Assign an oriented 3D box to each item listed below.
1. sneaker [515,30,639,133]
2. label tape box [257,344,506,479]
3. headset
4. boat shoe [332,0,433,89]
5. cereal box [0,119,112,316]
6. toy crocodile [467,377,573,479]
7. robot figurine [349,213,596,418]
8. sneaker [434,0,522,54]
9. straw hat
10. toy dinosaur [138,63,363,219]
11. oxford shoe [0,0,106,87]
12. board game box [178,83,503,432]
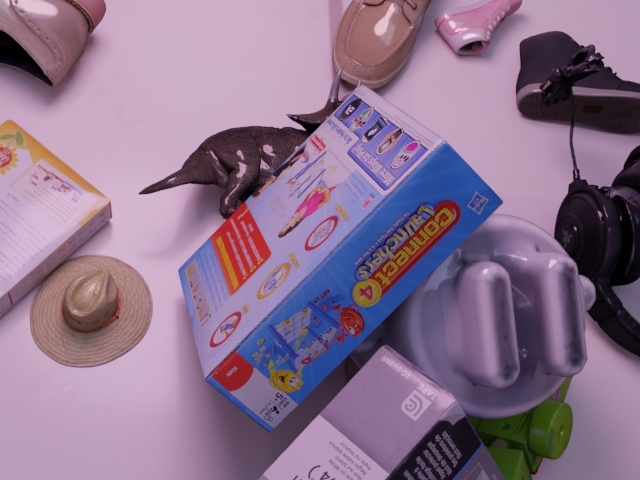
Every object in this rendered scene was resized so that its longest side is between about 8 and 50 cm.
[{"bbox_3d":[0.377,-0.222,1.458,0.222,0.083,0.118,9,61,-4],"label":"sneaker"},{"bbox_3d":[0.015,0.293,0.975,0.334,0.240,0.106,-46,49,-11],"label":"label tape box"},{"bbox_3d":[0.395,-0.044,1.308,0.243,0.185,0.394,-30,82,-23],"label":"headset"},{"bbox_3d":[0.104,-0.336,1.460,0.109,0.098,0.302,27,61,5],"label":"boat shoe"},{"bbox_3d":[-0.384,-0.011,1.228,0.173,0.047,0.240,39,63,13],"label":"cereal box"},{"bbox_3d":[0.195,0.255,1.162,0.115,0.105,0.340,6,49,32],"label":"toy crocodile"},{"bbox_3d":[0.139,0.074,1.125,0.300,0.353,0.200,-3,90,-20],"label":"robot figurine"},{"bbox_3d":[0.232,-0.298,1.492,0.134,0.051,0.070,-20,69,-16],"label":"sneaker"},{"bbox_3d":[-0.258,0.066,1.202,0.144,0.061,0.144,4,61,-7],"label":"straw hat"},{"bbox_3d":[-0.070,-0.088,1.307,0.313,0.121,0.160,-16,54,-12],"label":"toy dinosaur"},{"bbox_3d":[-0.476,-0.308,1.322,0.397,0.140,0.146,18,69,4],"label":"oxford shoe"},{"bbox_3d":[0.000,0.000,1.088,0.302,0.308,0.086,-45,111,5],"label":"board game box"}]
